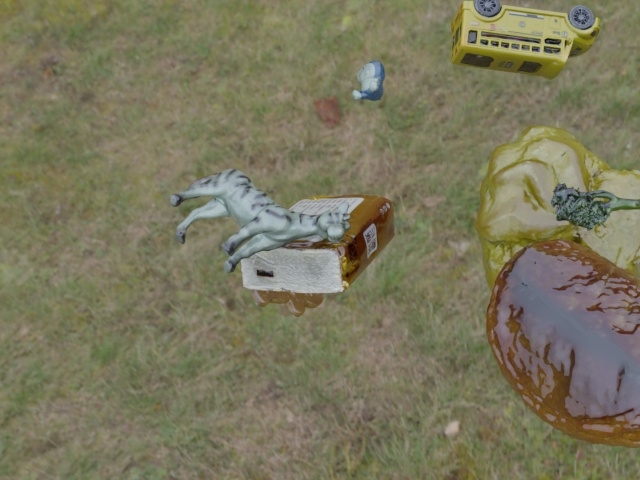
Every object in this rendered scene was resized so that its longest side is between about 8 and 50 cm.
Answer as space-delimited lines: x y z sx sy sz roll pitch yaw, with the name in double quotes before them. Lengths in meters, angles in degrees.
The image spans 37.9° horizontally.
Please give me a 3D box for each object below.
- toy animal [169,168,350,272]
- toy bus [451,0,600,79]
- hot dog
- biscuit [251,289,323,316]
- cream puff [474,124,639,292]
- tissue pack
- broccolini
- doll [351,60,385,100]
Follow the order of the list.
"toy animal" -0.095 -0.020 1.343 0.255 0.089 0.170 23 44 12
"toy bus" 0.477 -0.468 2.179 0.331 0.145 0.151 7 78 -3
"hot dog" 0.241 0.086 0.787 0.161 0.099 0.227 -24 43 -15
"biscuit" -0.076 0.109 2.036 0.031 0.205 0.138 -47 50 33
"cream puff" 0.406 -0.045 1.542 0.270 0.274 0.323 0 63 46
"tissue pack" 0.000 0.000 1.484 0.183 0.091 0.226 3 22 26
"broccolini" 0.441 -0.056 1.297 0.255 0.057 0.071 -6 87 -15
"doll" 0.097 -0.314 1.839 0.076 0.050 0.083 -21 57 43
